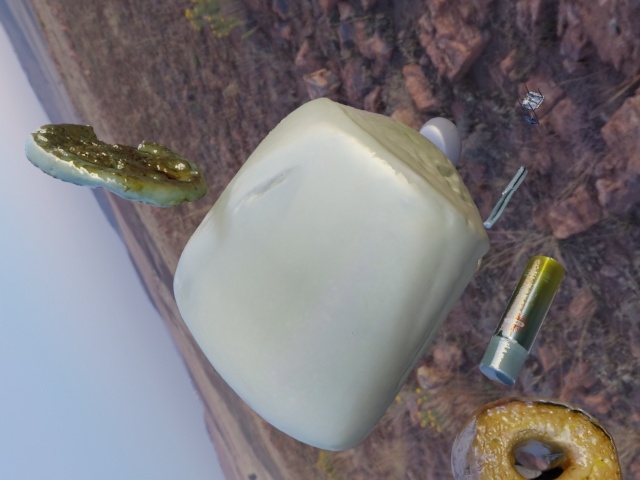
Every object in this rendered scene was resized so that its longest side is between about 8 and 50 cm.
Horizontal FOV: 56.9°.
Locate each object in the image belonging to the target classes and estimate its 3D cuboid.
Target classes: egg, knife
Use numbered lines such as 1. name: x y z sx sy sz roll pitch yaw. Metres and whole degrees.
1. egg: 0.375 -0.290 1.876 0.146 0.146 0.199 -162 75 -67
2. knife: 0.348 -0.086 1.095 0.015 0.210 0.028 43 143 0

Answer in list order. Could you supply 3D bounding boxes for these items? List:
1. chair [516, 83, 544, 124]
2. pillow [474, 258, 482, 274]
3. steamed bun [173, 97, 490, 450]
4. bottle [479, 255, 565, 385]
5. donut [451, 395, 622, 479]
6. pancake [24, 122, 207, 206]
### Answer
1. chair: 0.404 -0.261 1.129 0.037 0.042 0.086 33 177 36
2. pillow: 0.325 0.029 1.573 0.067 0.173 0.270 45 148 -26
3. steamed bun: 0.000 0.000 0.773 0.289 0.371 0.456 31 -172 -12
4. bottle: 0.431 0.168 1.260 0.082 0.286 0.082 28 159 12
5. donut: 0.429 0.451 1.188 0.299 0.317 0.150 51 162 28
6. pancake: -0.274 -0.109 0.814 0.253 0.253 0.037 42 118 50
